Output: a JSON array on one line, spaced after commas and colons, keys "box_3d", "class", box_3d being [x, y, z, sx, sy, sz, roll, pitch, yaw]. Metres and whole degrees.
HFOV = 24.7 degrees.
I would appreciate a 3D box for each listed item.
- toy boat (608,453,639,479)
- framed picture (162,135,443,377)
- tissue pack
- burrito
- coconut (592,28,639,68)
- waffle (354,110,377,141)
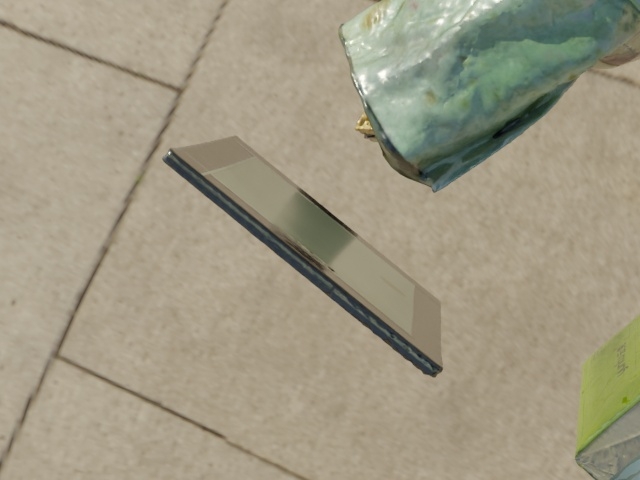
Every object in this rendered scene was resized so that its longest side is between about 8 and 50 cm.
[{"box_3d": [0.145, 0.192, 0.697, 0.114, 0.296, 0.122, -10, 42, -16], "class": "toy boat"}, {"box_3d": [0.000, 0.000, 1.242, 0.265, 0.347, 0.016, 39, 97, -1], "class": "framed picture"}, {"box_3d": [0.435, 0.195, 1.794, 0.167, 0.275, 0.200, 43, 112, -3], "class": "tissue pack"}, {"box_3d": [0.121, -0.138, 0.888, 0.229, 0.089, 0.144, -33, 51, 21], "class": "burrito"}, {"box_3d": [0.262, -0.245, 1.390, 0.183, 0.171, 0.171, -45, 64, 20], "class": "coconut"}, {"box_3d": [0.128, -0.192, 2.165, 0.148, 0.042, 0.102, 7, 62, 50], "class": "waffle"}]
